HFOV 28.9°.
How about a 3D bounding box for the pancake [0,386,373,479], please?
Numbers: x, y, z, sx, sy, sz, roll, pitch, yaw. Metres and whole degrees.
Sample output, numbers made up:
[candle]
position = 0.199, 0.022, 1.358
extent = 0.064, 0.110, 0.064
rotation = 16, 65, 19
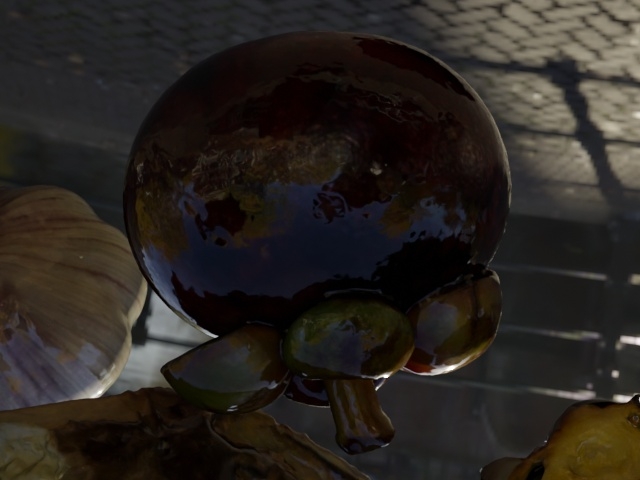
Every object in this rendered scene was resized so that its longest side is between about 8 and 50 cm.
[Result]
[pancake]
position = -0.030, 0.162, 0.609
extent = 0.212, 0.257, 0.056
rotation = -18, 159, -43

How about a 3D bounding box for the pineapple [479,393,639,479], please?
[pineapple]
position = 0.155, 0.142, 0.537
extent = 0.225, 0.225, 0.076
rotation = -2, 122, 42

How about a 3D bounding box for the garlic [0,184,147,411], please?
[garlic]
position = -0.285, 0.033, 1.035
extent = 0.245, 0.245, 0.253
rotation = 4, 146, 24

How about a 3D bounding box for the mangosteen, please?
[mangosteen]
position = 0.000, 0.000, 0.578
extent = 0.200, 0.199, 0.200
rotation = 10, 167, 2
